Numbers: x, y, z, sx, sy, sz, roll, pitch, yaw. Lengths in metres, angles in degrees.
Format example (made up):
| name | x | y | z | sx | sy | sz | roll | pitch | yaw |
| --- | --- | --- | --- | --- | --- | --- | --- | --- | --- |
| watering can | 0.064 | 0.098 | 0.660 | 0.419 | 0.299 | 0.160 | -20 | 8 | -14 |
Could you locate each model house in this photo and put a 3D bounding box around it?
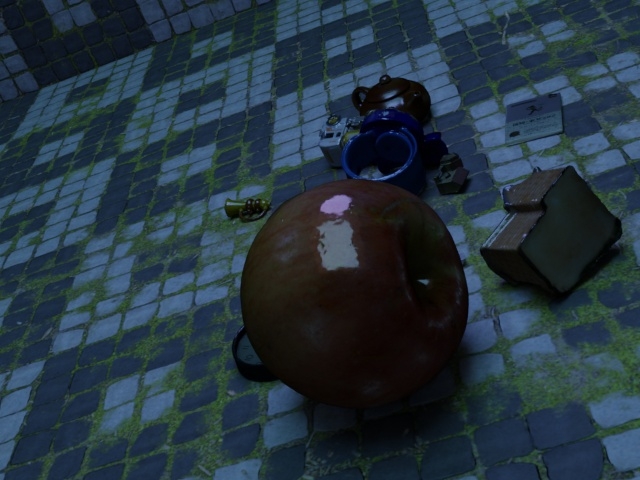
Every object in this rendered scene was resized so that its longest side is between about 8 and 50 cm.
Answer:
| name | x | y | z | sx | sy | sz | roll | pitch | yaw |
| --- | --- | --- | --- | --- | --- | --- | --- | --- | --- |
| model house | 0.277 | -0.140 | 2.051 | 0.058 | 0.057 | 0.083 | -9 | 30 | 33 |
| model house | 0.373 | -0.012 | 1.685 | 0.183 | 0.166 | 0.172 | -50 | 20 | -15 |

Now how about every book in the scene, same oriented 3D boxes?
| name | x | y | z | sx | sy | sz | roll | pitch | yaw |
| --- | --- | --- | --- | --- | --- | --- | --- | --- | --- |
| book | 0.470 | -0.269 | 2.170 | 0.127 | 0.014 | 0.182 | -12 | 31 | 20 |

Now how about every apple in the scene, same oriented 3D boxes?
| name | x | y | z | sx | sy | sz | roll | pitch | yaw |
| --- | --- | --- | --- | --- | --- | --- | --- | --- | --- |
| apple | 0.043 | 0.085 | 1.546 | 0.363 | 0.364 | 0.364 | -18 | 29 | 10 |

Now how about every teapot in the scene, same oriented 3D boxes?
| name | x | y | z | sx | sy | sz | roll | pitch | yaw |
| --- | --- | --- | --- | --- | --- | --- | --- | --- | --- |
| teapot | 0.161 | -0.343 | 2.397 | 0.178 | 0.135 | 0.252 | -35 | 31 | -28 |

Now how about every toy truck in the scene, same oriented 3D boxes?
| name | x | y | z | sx | sy | sz | roll | pitch | yaw |
| --- | --- | --- | --- | --- | --- | --- | --- | --- | --- |
| toy truck | 0.105 | -0.235 | 2.289 | 0.226 | 0.098 | 0.114 | -4 | 46 | 29 |

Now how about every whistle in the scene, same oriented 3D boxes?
| name | x | y | z | sx | sy | sz | roll | pitch | yaw |
| --- | --- | --- | --- | --- | --- | --- | --- | --- | --- |
| whistle | -0.170 | -0.075 | 2.284 | 0.109 | 0.046 | 0.057 | -1 | 20 | 24 |

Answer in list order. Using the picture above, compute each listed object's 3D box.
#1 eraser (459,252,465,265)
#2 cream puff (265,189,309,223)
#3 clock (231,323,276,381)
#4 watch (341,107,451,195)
| name | x | y | z | sx | sy | sz | roll | pitch | yaw |
| --- | --- | --- | --- | --- | --- | --- | --- | --- | --- |
| eraser | 0.220 | 0.049 | 1.811 | 0.099 | 0.019 | 0.027 | -19 | 29 | 5 |
| cream puff | 0.000 | 0.001 | 1.910 | 0.240 | 0.164 | 0.240 | -9 | 41 | 8 |
| clock | -0.074 | 0.179 | 1.783 | 0.184 | 0.040 | 0.184 | -17 | 29 | 10 |
| watch | 0.151 | -0.165 | 2.099 | 0.196 | 0.171 | 0.200 | -3 | 49 | 30 |
